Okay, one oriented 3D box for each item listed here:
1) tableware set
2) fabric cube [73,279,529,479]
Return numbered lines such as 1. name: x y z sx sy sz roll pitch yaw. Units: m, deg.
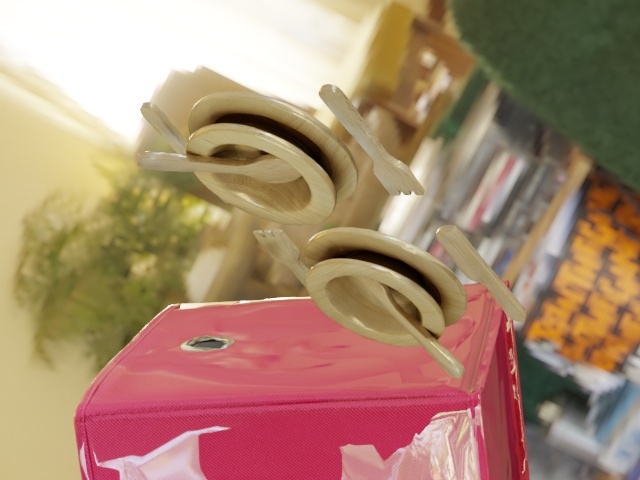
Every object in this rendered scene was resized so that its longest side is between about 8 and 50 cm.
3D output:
1. tableware set: 0.000 0.000 0.861 0.128 0.194 0.039 -2 54 39
2. fabric cube: 0.006 0.185 1.205 0.254 0.258 0.259 -53 -43 -72
